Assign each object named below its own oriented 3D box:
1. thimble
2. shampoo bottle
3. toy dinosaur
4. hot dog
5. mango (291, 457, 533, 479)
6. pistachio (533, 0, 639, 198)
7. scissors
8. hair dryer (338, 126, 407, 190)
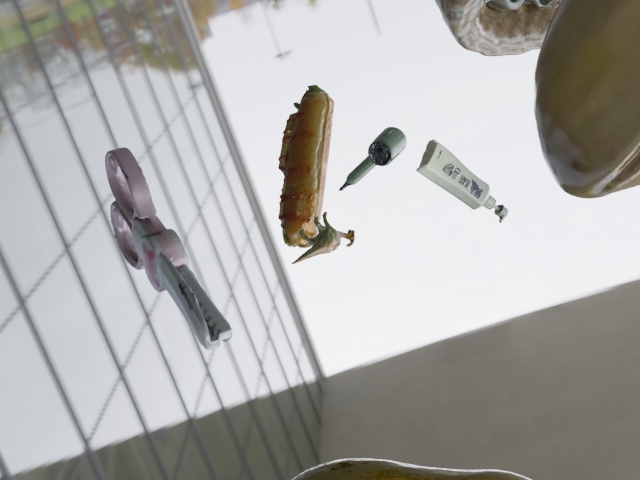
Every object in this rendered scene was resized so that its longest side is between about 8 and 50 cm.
[{"bbox_3d":[0.246,-0.342,1.348,0.229,0.148,0.196,-16,154,-8],"label":"thimble"},{"bbox_3d":[0.188,-0.073,1.408,0.034,0.141,0.049,-36,-154,48],"label":"shampoo bottle"},{"bbox_3d":[-0.002,-0.003,1.085,0.026,0.041,0.113,-46,164,33],"label":"toy dinosaur"},{"bbox_3d":[-0.026,-0.111,1.593,0.076,0.250,0.104,5,169,-1],"label":"hot dog"},{"bbox_3d":[0.088,0.345,1.217,0.331,0.142,0.195,3,-120,2],"label":"mango"},{"bbox_3d":[0.264,-0.157,0.817,0.293,0.162,0.181,-56,-170,29],"label":"pistachio"},{"bbox_3d":[-0.139,0.017,0.954,0.030,0.118,0.242,-18,-138,-24],"label":"scissors"},{"bbox_3d":[0.074,-0.125,1.778,0.150,0.047,0.071,-39,-177,35],"label":"hair dryer"}]
